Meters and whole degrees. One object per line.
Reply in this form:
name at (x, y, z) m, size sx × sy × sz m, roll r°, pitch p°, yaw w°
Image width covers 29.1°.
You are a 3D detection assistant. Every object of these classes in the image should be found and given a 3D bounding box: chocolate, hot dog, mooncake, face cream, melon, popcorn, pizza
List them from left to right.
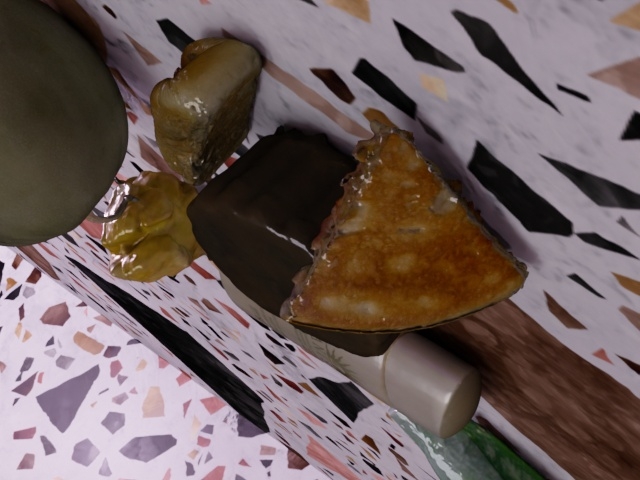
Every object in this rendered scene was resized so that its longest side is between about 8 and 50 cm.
melon at (-0.340, -0.132, 1.288) m, size 0.308 × 0.272 × 0.272 m, roll 46°, pitch 165°, yaw 1°
popcorn at (-0.202, -0.015, 1.500) m, size 0.152 × 0.148 × 0.167 m, roll 36°, pitch -167°, yaw -17°
hot dog at (-0.108, -0.119, 1.095) m, size 0.073 × 0.084 × 0.242 m, roll 37°, pitch 166°, yaw 3°
mooncake at (0.000, 0.000, 1.118) m, size 0.228 × 0.124 × 0.228 m, roll 35°, pitch 160°, yaw 14°
face cream at (0.038, 0.113, 1.422) m, size 0.348 × 0.081 × 0.173 m, roll 31°, pitch 163°, yaw 30°
pizza at (0.068, -0.013, 0.960) m, size 0.053 × 0.200 × 0.193 m, roll -99°, pitch 10°, yaw -56°
chocolate at (0.205, 0.291, 1.522) m, size 0.291 × 0.110 × 0.110 m, roll 43°, pitch 165°, yaw -5°
